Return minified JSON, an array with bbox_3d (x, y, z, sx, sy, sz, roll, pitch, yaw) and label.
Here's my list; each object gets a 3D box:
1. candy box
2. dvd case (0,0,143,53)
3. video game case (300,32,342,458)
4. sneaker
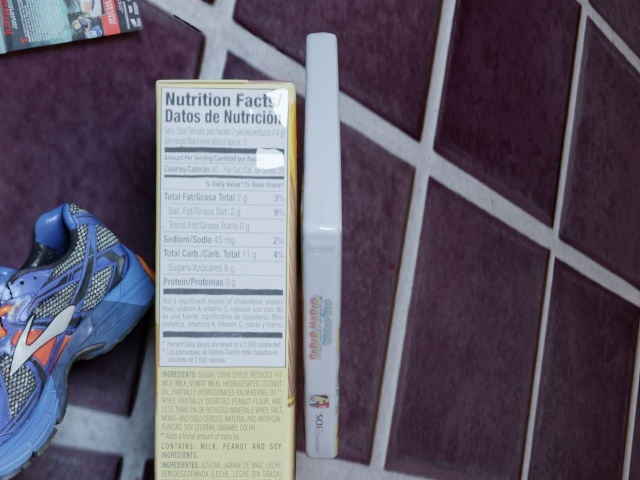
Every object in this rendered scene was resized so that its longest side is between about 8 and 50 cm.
[{"bbox_3d":[-0.059,0.064,0.730,0.183,0.087,0.316,-172,-98,-87],"label":"candy box"},{"bbox_3d":[-0.166,-0.169,0.716,0.119,0.013,0.087,-26,111,-51],"label":"dvd case"},{"bbox_3d":[0.000,0.000,0.790,0.227,0.026,0.206,-91,-179,-50],"label":"video game case"},{"bbox_3d":[-0.184,0.061,0.653,0.087,0.083,0.221,60,37,-25],"label":"sneaker"}]
